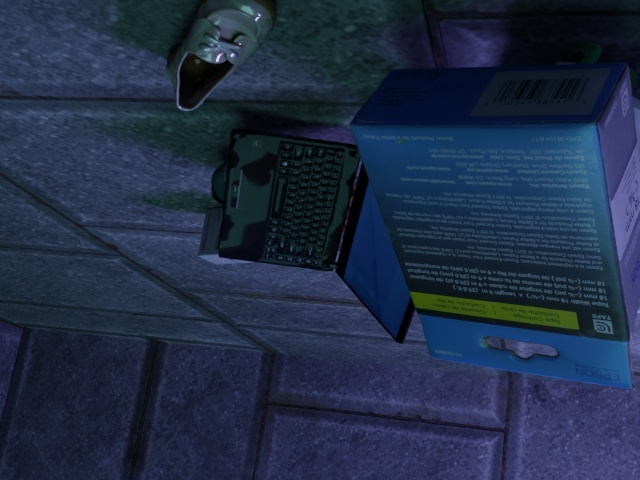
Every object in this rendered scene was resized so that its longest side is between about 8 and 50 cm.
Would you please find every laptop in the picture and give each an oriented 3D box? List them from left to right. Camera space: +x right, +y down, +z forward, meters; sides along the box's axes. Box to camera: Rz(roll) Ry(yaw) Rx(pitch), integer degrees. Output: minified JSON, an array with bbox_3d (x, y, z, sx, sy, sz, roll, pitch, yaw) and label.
[{"bbox_3d":[0.000,0.000,1.123,0.264,0.136,0.234,8,134,-6],"label":"laptop"}]

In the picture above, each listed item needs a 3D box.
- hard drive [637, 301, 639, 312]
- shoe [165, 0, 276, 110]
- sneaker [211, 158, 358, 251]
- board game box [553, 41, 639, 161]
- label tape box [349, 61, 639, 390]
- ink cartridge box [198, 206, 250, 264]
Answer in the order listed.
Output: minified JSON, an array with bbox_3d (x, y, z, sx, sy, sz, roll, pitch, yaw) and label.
[{"bbox_3d":[0.612,0.077,1.304,0.353,0.047,0.233,-2,180,18],"label":"hard drive"},{"bbox_3d":[-0.107,-0.193,0.890,0.077,0.058,0.219,15,162,-23],"label":"shoe"},{"bbox_3d":[-0.019,-0.047,1.274,0.302,0.108,0.121,25,159,-22],"label":"sneaker"},{"bbox_3d":[0.386,-0.027,0.967,0.390,0.050,0.390,32,165,7],"label":"board game box"},{"bbox_3d":[0.198,-0.012,0.887,0.241,0.106,0.333,6,134,33],"label":"label tape box"},{"bbox_3d":[-0.144,-0.010,1.471,0.122,0.088,0.052,-5,159,38],"label":"ink cartridge box"}]
